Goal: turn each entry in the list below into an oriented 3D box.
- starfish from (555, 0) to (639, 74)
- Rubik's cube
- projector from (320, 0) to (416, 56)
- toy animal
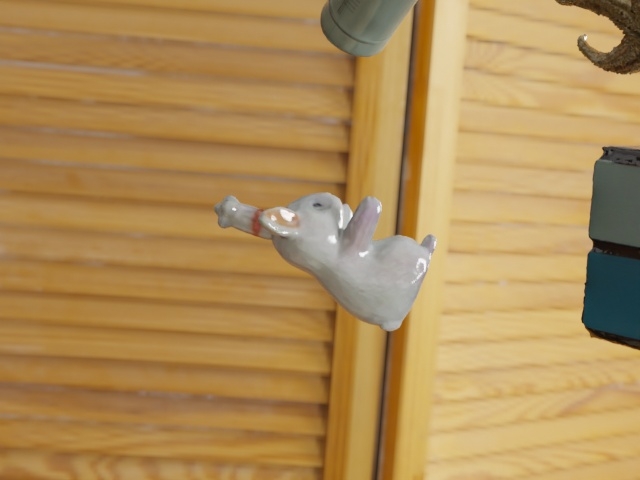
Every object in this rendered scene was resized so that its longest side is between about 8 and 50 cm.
[{"bbox_3d":[0.469,-0.313,1.814,0.060,0.299,0.302,-34,-16,-19],"label":"starfish"},{"bbox_3d":[0.357,0.010,1.126,0.180,0.183,0.167,-1,7,-38],"label":"Rubik's cube"},{"bbox_3d":[0.111,-0.383,1.660,0.108,0.108,0.337,3,-32,-27],"label":"projector"},{"bbox_3d":[0.013,-0.007,1.628,0.282,0.138,0.140,37,-18,-8],"label":"toy animal"}]
